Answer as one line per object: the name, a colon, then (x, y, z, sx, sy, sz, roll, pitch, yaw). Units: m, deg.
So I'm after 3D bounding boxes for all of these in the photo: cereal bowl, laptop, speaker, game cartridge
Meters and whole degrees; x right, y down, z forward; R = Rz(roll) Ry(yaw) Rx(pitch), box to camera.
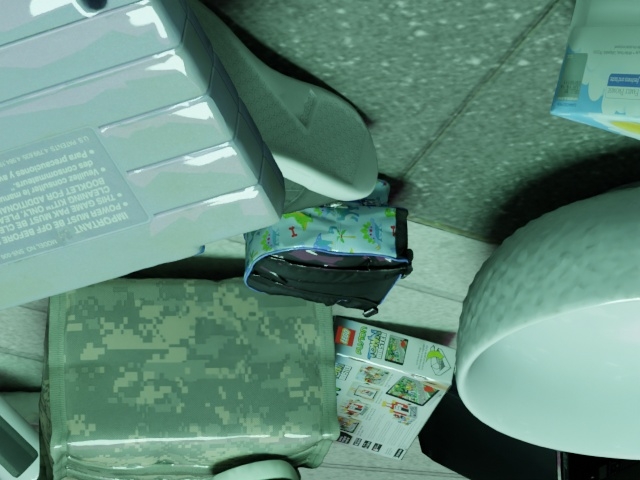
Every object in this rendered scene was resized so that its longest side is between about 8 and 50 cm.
cereal bowl: (0.267, 0.049, 1.504, 0.339, 0.141, 0.339, 1, 154, 1)
laptop: (0.235, 0.167, 1.906, 0.264, 0.137, 0.234, -25, 154, -4)
speaker: (-0.301, 0.169, 1.816, 0.136, 0.055, 0.055, 44, 151, 5)
game cartridge: (-0.223, -0.051, 1.184, 0.355, 0.068, 0.230, -15, 136, 15)

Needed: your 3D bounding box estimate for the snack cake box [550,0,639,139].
snack cake box: (0.294, -0.083, 1.219, 0.264, 0.089, 0.152, 14, 179, -23)

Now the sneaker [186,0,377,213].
sneaker: (-0.101, -0.073, 1.311, 0.147, 0.105, 0.295, -21, 151, 30)

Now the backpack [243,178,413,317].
backpack: (0.000, 0.000, 1.484, 0.114, 0.084, 0.105, 4, 155, -17)

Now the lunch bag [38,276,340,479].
lunch bag: (-0.121, 0.138, 1.696, 0.235, 0.169, 0.287, 0, 163, -9)

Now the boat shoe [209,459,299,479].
boat shoe: (-0.024, 0.245, 1.659, 0.095, 0.079, 0.254, -15, 159, 5)

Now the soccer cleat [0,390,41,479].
soccer cleat: (-0.319, 0.196, 1.887, 0.331, 0.116, 0.143, -11, 147, 22)

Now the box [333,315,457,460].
box: (0.045, 0.137, 1.804, 0.114, 0.036, 0.207, 16, 153, -4)

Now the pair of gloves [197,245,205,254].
pair of gloves: (-0.170, -0.018, 1.310, 0.198, 0.023, 0.159, -4, 154, 13)
